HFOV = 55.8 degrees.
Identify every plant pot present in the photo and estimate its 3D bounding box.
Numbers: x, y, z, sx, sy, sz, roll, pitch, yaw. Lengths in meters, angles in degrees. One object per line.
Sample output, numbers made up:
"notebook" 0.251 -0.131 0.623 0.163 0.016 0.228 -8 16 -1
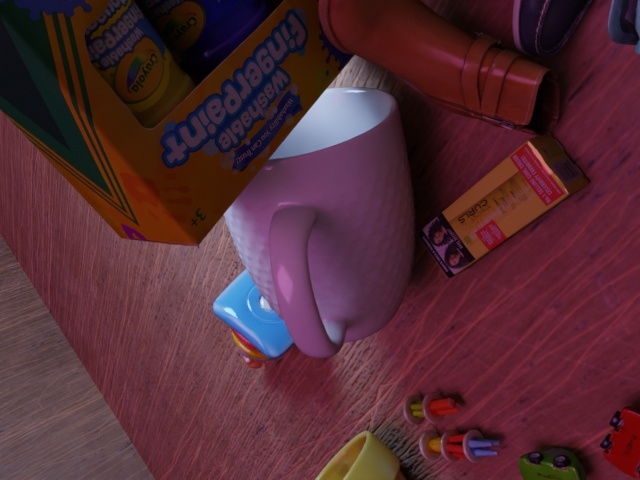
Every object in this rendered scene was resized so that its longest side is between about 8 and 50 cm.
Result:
"plant pot" 0.097 0.532 1.123 0.239 0.254 0.254 41 137 6

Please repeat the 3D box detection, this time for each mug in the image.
"mug" 0.000 0.000 0.858 0.276 0.374 0.328 -8 119 12

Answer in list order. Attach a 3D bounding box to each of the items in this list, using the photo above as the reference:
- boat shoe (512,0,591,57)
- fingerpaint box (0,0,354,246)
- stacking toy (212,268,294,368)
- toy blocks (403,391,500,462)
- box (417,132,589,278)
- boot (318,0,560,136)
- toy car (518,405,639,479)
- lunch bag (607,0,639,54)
"boat shoe" 0.277 -0.300 0.602 0.079 0.095 0.254 47 130 38
"fingerpaint box" -0.151 -0.279 0.663 0.163 0.445 0.371 4 138 43
"stacking toy" -0.123 0.199 1.279 0.175 0.166 0.302 36 146 13
"toy blocks" 0.219 0.309 1.004 0.148 0.054 0.123 -24 91 51
"box" 0.234 -0.040 0.806 0.087 0.058 0.232 58 140 11
"boot" 0.141 -0.203 0.674 0.220 0.283 0.109 35 95 33
"toy car" 0.382 0.323 0.829 0.225 0.053 0.239 -10 100 51
"lunch bag" 0.322 -0.249 0.457 0.160 0.262 0.223 6 115 15
